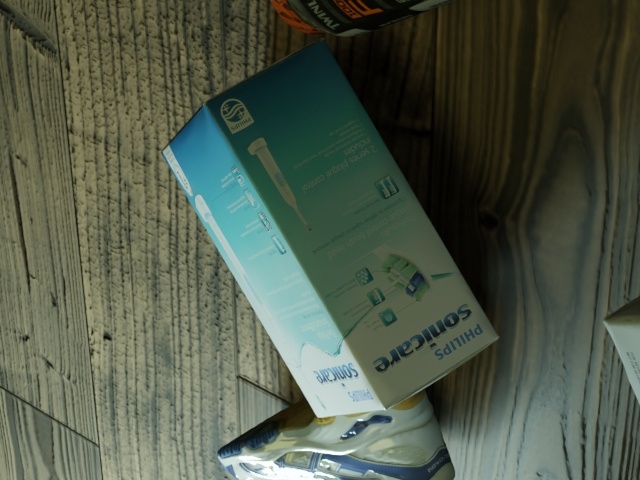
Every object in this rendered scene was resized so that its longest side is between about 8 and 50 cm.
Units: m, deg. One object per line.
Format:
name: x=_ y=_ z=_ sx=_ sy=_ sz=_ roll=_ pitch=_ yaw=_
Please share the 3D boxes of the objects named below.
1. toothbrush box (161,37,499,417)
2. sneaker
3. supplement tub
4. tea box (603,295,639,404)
toothbrush box: x=0.000 y=0.000 z=1.362 sx=0.295 sy=0.126 sz=0.216 roll=60 pitch=162 yaw=0
sneaker: x=0.009 y=0.227 z=1.555 sx=0.296 sy=0.112 sz=0.131 roll=-21 pitch=98 yaw=50
supplement tub: x=0.048 y=-0.230 z=1.231 sx=0.190 sy=0.117 sz=0.117 roll=-14 pitch=103 yaw=48
tea box: x=0.376 y=0.136 z=0.819 sx=0.329 sy=0.220 sz=0.323 roll=64 pitch=157 yaw=-7
